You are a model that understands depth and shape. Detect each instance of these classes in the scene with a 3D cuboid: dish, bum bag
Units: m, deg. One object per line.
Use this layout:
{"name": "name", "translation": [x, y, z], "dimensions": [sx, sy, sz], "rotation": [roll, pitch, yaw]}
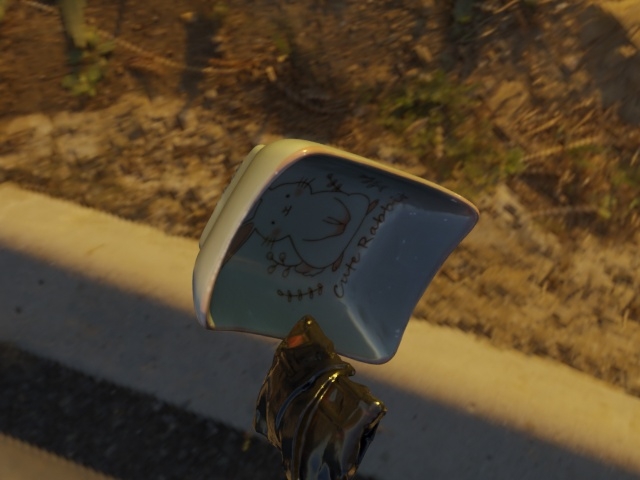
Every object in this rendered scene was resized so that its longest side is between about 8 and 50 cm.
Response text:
{"name": "dish", "translation": [0.000, 0.000, 1.111], "dimensions": [0.077, 0.212, 0.151], "rotation": [44, 109, 40]}
{"name": "bum bag", "translation": [-0.003, 0.069, 0.610], "dimensions": [0.034, 0.124, 0.058], "rotation": [22, 95, -15]}
